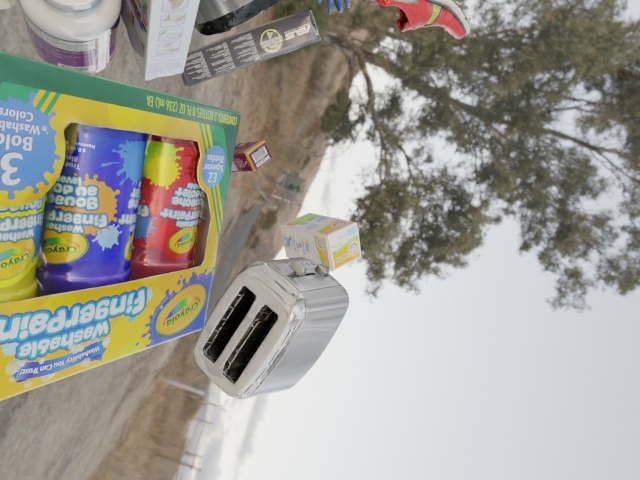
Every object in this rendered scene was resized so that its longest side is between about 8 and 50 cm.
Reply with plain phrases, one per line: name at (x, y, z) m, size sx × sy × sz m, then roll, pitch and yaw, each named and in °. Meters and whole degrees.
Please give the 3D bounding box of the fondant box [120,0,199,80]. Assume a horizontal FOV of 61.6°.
fondant box at (-0.325, -0.491, 1.024) m, size 0.238 × 0.096 × 0.330 m, roll 70°, pitch -21°, yaw 2°

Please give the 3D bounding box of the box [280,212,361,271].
box at (0.000, 0.000, 1.471) m, size 0.203 × 0.114 × 0.103 m, roll 15°, pitch -59°, yaw 48°

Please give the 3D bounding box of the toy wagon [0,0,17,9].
toy wagon at (-0.812, -0.587, 1.138) m, size 0.068 × 0.345 × 0.267 m, roll 114°, pitch -11°, yaw -54°

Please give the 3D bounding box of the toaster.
toaster at (-0.073, 0.125, 0.740) m, size 0.226 × 0.129 × 0.146 m, roll -56°, pitch 155°, yaw 11°

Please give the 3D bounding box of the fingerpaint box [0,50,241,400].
fingerpaint box at (-0.314, -0.027, 0.706) m, size 0.445 × 0.163 × 0.370 m, roll -8°, pitch 112°, yaw -65°

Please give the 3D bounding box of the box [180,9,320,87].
box at (-0.208, -0.570, 1.577) m, size 0.318 × 0.395 × 0.097 m, roll -104°, pitch 175°, yaw -69°

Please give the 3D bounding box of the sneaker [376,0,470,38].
sneaker at (0.228, -0.522, 1.219) m, size 0.118 × 0.279 × 0.107 m, roll -50°, pitch -135°, yaw 27°

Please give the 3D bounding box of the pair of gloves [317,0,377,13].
pair of gloves at (0.081, -0.628, 1.270) m, size 0.023 × 0.199 × 0.159 m, roll -4°, pitch 83°, yaw -80°

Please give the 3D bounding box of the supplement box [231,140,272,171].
supplement box at (-0.149, -0.171, 1.096) m, size 0.083 × 0.043 × 0.055 m, roll 6°, pitch -140°, yaw 44°

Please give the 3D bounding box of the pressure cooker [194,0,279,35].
pressure cooker at (-0.275, -0.805, 1.401) m, size 0.375 × 0.420 × 0.370 m, roll -43°, pitch -146°, yaw -20°

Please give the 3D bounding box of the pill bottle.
pill bottle at (-0.496, -0.461, 1.073) m, size 0.323 × 0.182 × 0.181 m, roll -6°, pitch -116°, yaw 67°
